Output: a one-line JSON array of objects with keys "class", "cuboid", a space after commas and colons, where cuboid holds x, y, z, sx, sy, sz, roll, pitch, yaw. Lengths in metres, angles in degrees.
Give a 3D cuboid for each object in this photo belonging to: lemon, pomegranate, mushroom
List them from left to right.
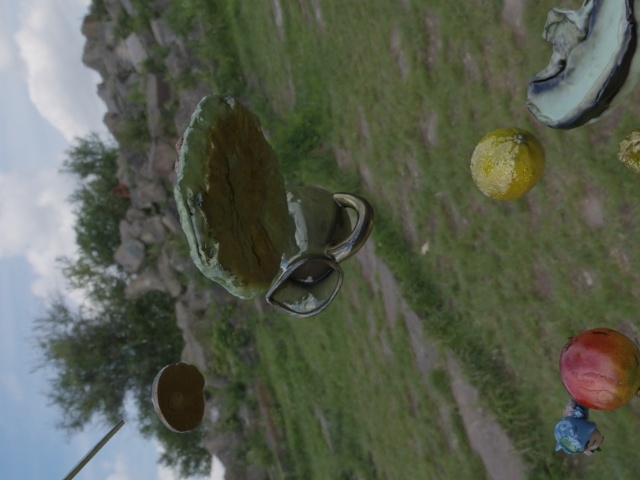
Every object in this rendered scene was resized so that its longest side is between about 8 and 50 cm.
[{"class": "lemon", "cuboid": [0.506, -0.209, 1.810, 0.231, 0.192, 0.192, 104, 150, -54]}, {"class": "mushroom", "cuboid": [0.506, -0.362, 1.236, 0.247, 0.130, 0.344, -112, 24, -48]}, {"class": "pomegranate", "cuboid": [0.731, 0.331, 1.707, 0.210, 0.235, 0.210, 13, -90, -73]}]

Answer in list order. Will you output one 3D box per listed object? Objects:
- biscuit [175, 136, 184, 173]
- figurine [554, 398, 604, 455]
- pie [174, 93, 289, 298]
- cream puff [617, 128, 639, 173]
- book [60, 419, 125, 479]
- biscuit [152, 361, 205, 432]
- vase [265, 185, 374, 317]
[{"class": "biscuit", "cuboid": [-0.254, -0.094, 1.615, 0.318, 0.111, 0.312, 32, 135, 57]}, {"class": "figurine", "cuboid": [0.696, 0.496, 1.769, 0.144, 0.178, 0.114, 36, 132, -1]}, {"class": "pie", "cuboid": [-0.127, -0.057, 0.989, 0.306, 0.071, 0.306, 31, -125, -58]}, {"class": "cream puff", "cuboid": [0.551, -0.151, 1.140, 0.058, 0.083, 0.083, -12, 107, 52]}, {"class": "book", "cuboid": [-0.687, 0.643, 1.836, 0.018, 0.228, 0.322, 46, -154, -3]}, {"class": "biscuit", "cuboid": [-0.425, 0.468, 1.989, 0.181, 0.049, 0.208, 18, -123, -45]}, {"class": "vase", "cuboid": [0.000, 0.000, 1.718, 0.241, 0.329, 0.302, 37, -145, -37]}]
